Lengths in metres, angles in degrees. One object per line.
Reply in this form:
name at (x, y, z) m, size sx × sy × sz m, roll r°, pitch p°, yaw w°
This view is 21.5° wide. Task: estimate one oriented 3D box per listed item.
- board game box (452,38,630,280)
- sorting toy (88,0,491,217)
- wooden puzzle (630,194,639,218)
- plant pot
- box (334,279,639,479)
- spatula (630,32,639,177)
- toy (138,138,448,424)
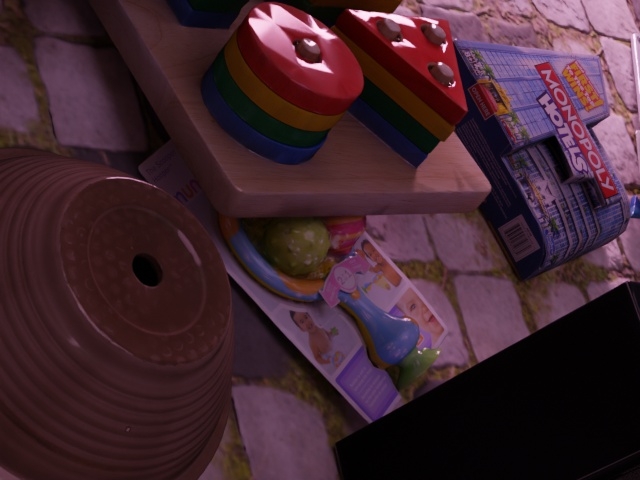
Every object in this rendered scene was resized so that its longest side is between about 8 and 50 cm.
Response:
board game box at (0.190, -0.083, 1.398) m, size 0.194 × 0.060 × 0.194 m, roll -21°, pitch 80°, yaw -49°
sorting toy at (-0.011, -0.142, 1.164) m, size 0.257 × 0.089 × 0.255 m, roll -2°, pitch 51°, yaw -46°
wooden puzzle at (0.315, -0.010, 1.512) m, size 0.116 × 0.014 × 0.079 m, roll 36°, pitch 39°, yaw -23°
plant pot at (-0.128, 0.038, 0.957) m, size 0.237 × 0.109 × 0.237 m, roll 26°, pitch 47°, yaw -32°
box at (0.166, 0.127, 1.073) m, size 0.184 × 0.261 × 0.103 m, roll 9°, pitch 58°, yaw -42°
spatula at (0.345, -0.088, 1.579) m, size 0.168 × 0.019 × 0.242 m, roll 31°, pitch 42°, yaw -25°
toy at (0.000, 0.000, 1.153) m, size 0.237 × 0.056 × 0.137 m, roll 51°, pitch 38°, yaw -6°
